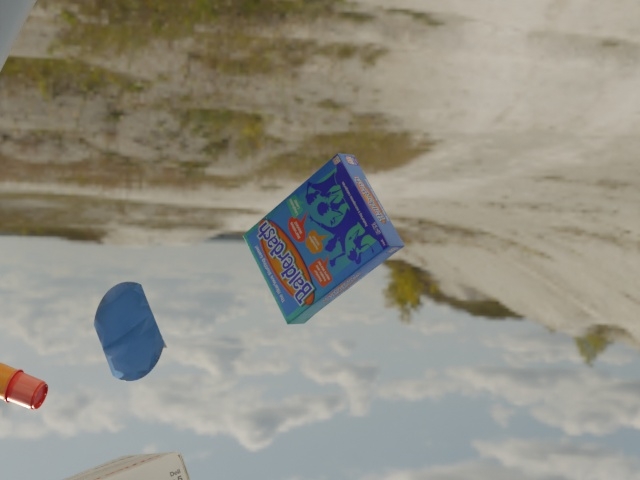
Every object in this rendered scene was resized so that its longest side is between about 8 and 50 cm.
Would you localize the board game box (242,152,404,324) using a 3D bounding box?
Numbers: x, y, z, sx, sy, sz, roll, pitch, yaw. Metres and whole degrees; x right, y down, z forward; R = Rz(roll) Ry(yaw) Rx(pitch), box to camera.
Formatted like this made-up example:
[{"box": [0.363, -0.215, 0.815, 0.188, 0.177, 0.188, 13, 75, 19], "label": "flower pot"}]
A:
[{"box": [0.000, 0.000, 1.526, 0.210, 0.160, 0.047, -40, 157, 28], "label": "board game box"}]

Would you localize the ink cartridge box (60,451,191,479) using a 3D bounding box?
[{"box": [-0.295, 0.367, 1.405, 0.198, 0.115, 0.273, -17, 176, -26], "label": "ink cartridge box"}]

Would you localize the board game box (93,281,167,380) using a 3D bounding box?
[{"box": [-0.319, 0.156, 1.803, 0.133, 0.169, 0.033, -36, 158, 28], "label": "board game box"}]

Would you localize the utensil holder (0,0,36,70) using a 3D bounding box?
[{"box": [-0.530, -0.379, 1.403, 0.327, 0.385, 0.328, 31, -159, -13], "label": "utensil holder"}]

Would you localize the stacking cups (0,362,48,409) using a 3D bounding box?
[{"box": [-0.726, 0.275, 2.228, 0.316, 0.096, 0.096, 20, -178, 7], "label": "stacking cups"}]
